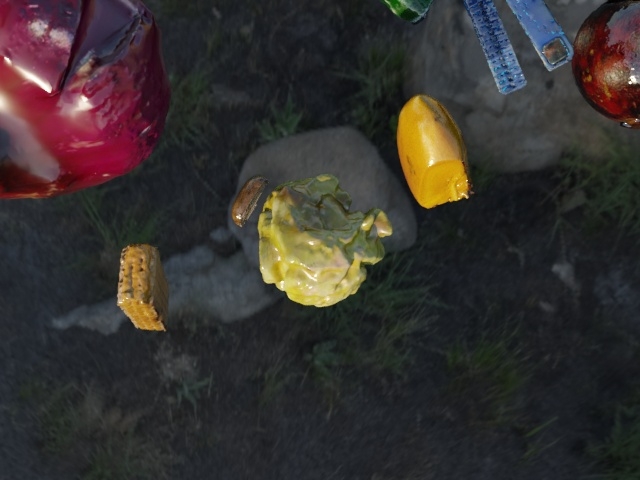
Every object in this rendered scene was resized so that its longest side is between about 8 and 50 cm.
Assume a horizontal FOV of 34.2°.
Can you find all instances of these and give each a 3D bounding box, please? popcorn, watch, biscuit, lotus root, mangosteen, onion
[{"bbox_3d":[0.001,0.001,1.494,0.186,0.167,0.187,23,92,37],"label":"popcorn"},{"bbox_3d":[0.285,-0.379,1.682,0.068,0.276,0.274,-34,93,-6],"label":"watch"},{"bbox_3d":[-0.274,0.079,1.633,0.054,0.378,0.094,3,80,-5],"label":"biscuit"},{"bbox_3d":[-0.112,-0.064,1.581,0.030,0.037,0.083,28,86,11],"label":"lotus root"},{"bbox_3d":[0.637,-0.368,2.017,0.311,0.311,0.311,2,70,-5],"label":"mangosteen"},{"bbox_3d":[-0.412,-0.164,1.342,0.399,0.398,0.420,16,68,0],"label":"onion"}]

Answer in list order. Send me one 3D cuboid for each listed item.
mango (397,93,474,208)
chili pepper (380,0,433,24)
[{"bbox_3d":[0.208,-0.166,1.931,0.126,0.252,0.153,-20,42,4],"label":"mango"},{"bbox_3d":[0.071,-0.476,1.696,0.270,0.099,0.136,31,57,-21],"label":"chili pepper"}]
